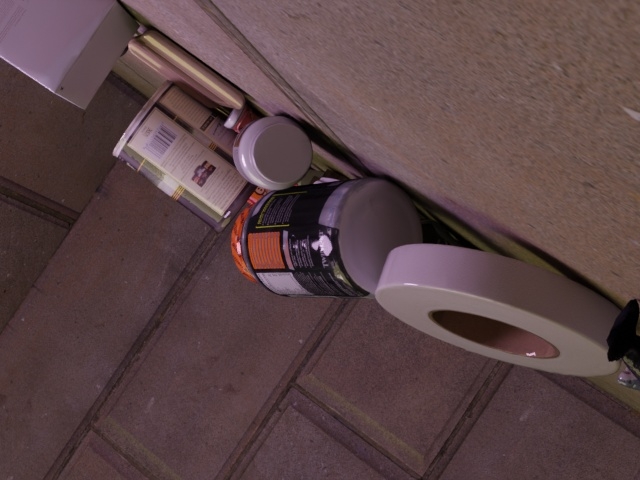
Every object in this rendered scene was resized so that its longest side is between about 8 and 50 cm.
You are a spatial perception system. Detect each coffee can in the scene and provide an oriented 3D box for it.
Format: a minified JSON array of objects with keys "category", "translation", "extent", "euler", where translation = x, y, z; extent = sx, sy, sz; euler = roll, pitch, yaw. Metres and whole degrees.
[{"category":"coffee can","translation":[-0.260,-0.175,2.022],"extent":[0.275,0.201,0.201],"euler":[37,179,-8]}]

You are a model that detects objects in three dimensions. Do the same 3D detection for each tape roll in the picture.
[{"category":"tape roll","translation":[0.275,0.113,1.499],"extent":[0.392,0.072,0.392],"euler":[18,165,5]}]

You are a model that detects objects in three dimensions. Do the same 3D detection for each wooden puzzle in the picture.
[{"category":"wooden puzzle","translation":[-0.254,-0.326,1.846],"extent":[0.221,0.044,0.239],"euler":[34,174,-19]}]

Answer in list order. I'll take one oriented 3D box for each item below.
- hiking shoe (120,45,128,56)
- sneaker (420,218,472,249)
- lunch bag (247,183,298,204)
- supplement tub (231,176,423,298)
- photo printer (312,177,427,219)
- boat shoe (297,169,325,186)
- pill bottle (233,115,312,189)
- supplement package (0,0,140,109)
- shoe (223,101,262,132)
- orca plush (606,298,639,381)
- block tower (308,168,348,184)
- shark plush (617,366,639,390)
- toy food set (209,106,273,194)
[{"category":"hiking shoe","translation":[-0.470,-0.452,1.934],"extent":[0.227,0.086,0.114],"euler":[28,168,-22]},{"category":"sneaker","translation":[0.252,0.030,1.775],"extent":[0.132,0.086,0.229],"euler":[27,-175,38]},{"category":"lunch bag","translation":[-0.125,-0.166,2.491],"extent":[0.293,0.120,0.258],"euler":[33,-161,-8]},{"category":"supplement tub","translation":[0.000,0.000,1.733],"extent":[0.207,0.207,0.338],"euler":[34,158,-33]},{"category":"photo printer","translation":[0.141,-0.005,1.966],"extent":[0.256,0.107,0.307],"euler":[21,171,40]},{"category":"boat shoe","translation":[0.011,-0.114,2.368],"extent":[0.219,0.077,0.070],"euler":[32,179,-43]},{"category":"pill bottle","translation":[-0.083,-0.155,1.726],"extent":[0.131,0.131,0.229],"euler":[34,179,-11]},{"category":"supplement package","translation":[-0.471,-0.377,1.727],"extent":[0.203,0.194,0.149],"euler":[34,180,8]},{"category":"shoe","translation":[-0.141,-0.235,1.938],"extent":[0.081,0.063,0.178],"euler":[32,-175,-6]},{"category":"orca plush","translation":[0.493,0.169,1.244],"extent":[0.287,0.102,0.151],"euler":[44,-139,-16]},{"category":"block tower","translation":[0.117,-0.039,2.181],"extent":[0.335,0.091,0.097],"euler":[33,180,-33]},{"category":"shark plush","translation":[0.606,0.265,1.720],"extent":[0.161,0.067,0.073],"euler":[34,179,-11]},{"category":"toy food set","translation":[-0.213,-0.214,2.175],"extent":[0.306,0.092,0.220],"euler":[34,158,-6]}]
